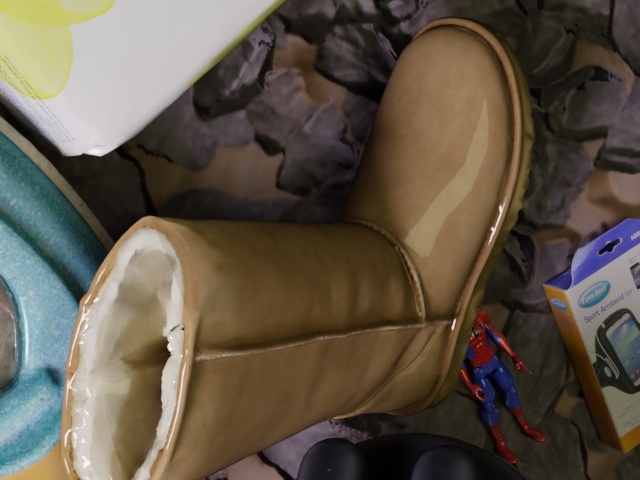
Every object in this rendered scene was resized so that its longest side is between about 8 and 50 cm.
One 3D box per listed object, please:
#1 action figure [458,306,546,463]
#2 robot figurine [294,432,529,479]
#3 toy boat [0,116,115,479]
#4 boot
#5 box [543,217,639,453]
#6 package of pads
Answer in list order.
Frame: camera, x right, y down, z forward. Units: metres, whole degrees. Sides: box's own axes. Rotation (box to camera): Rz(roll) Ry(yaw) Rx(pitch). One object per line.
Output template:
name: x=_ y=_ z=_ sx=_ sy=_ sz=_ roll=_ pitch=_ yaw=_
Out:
action figure: x=0.100 y=0.078 z=0.993 sx=0.038 sy=0.030 sz=0.115 roll=-33 pitch=111 yaw=-14
robot figurine: x=0.056 y=0.214 z=0.877 sx=0.173 sy=0.209 sz=0.278 roll=-39 pitch=142 yaw=-14
toy boat: x=-0.210 y=0.103 z=0.759 sx=0.318 sy=0.148 sz=0.267 roll=-41 pitch=116 yaw=-16
boot: x=0.000 y=0.000 z=0.822 sx=0.269 sy=0.089 sz=0.236 roll=-4 pitch=104 yaw=-57
box: x=0.191 y=0.054 z=1.038 sx=0.081 sy=0.028 sz=0.136 roll=-30 pitch=110 yaw=-20
package of pads: x=-0.081 y=-0.210 z=0.798 sx=0.296 sy=0.101 sz=0.229 roll=-44 pitch=115 yaw=-14
